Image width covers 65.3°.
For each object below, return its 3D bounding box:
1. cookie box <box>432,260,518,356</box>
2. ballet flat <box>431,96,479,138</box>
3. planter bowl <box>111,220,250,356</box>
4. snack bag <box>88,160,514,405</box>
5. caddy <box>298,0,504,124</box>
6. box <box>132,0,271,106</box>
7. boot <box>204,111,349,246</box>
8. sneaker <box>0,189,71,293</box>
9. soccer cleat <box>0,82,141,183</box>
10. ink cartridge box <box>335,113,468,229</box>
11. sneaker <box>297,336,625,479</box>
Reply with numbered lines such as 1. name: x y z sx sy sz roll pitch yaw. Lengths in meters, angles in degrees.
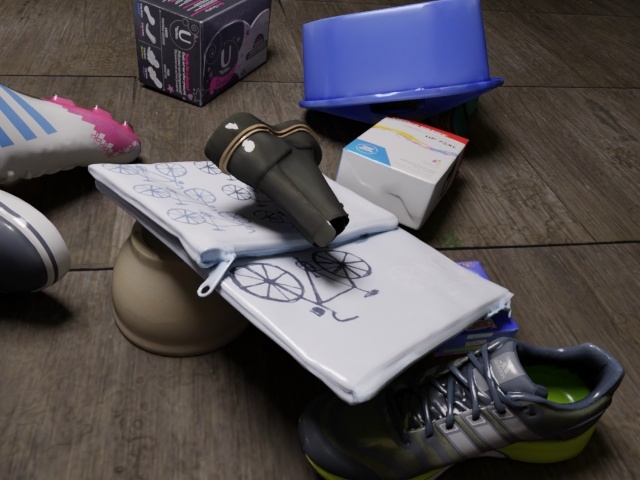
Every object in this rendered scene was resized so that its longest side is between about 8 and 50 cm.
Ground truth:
1. cookie box: 0.159 0.077 0.581 0.092 0.040 0.107 -3 43 -12
2. ballet flat: 0.243 -0.234 0.927 0.067 0.073 0.206 -2 32 31
3. planter bowl: -0.147 0.026 0.538 0.162 0.109 0.162 4 42 -4
4. snack bag: 0.000 0.000 0.505 0.343 0.037 0.323 35 27 29
5. caddy: 0.127 -0.284 0.839 0.342 0.179 0.241 -1 18 18
6. box: -0.209 -0.387 0.936 0.142 0.163 0.247 25 45 12
7. boot: -0.014 -0.051 0.499 0.137 0.076 0.198 44 23 10
8. sneaker: -0.415 0.011 0.503 0.322 0.126 0.127 10 37 18
9. soccer cleat: -0.370 -0.120 0.610 0.116 0.143 0.331 1 -8 29
10. ink cartridge box: 0.131 -0.118 0.743 0.134 0.077 0.231 24 37 16
11. sneaker: 0.127 0.140 0.447 0.300 0.121 0.111 -6 44 -15
